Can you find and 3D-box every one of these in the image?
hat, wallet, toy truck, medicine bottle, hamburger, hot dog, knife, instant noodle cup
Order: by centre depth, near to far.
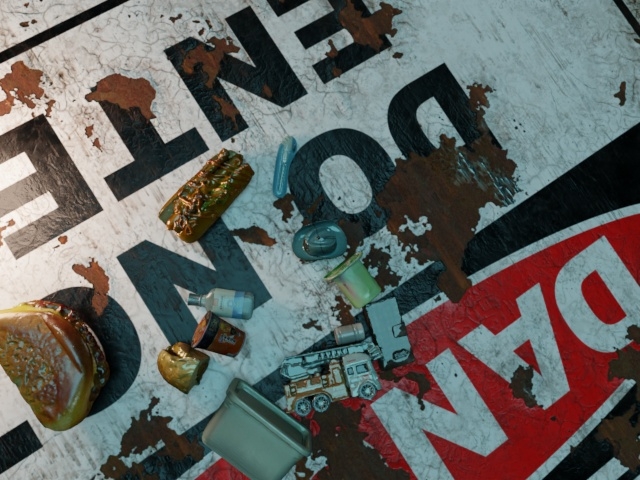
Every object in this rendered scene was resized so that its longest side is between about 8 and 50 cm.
[{"bbox_3d":[-0.774,0.334,1.334,0.223,0.185,0.405,-37,88,-8],"label":"hot dog"},{"bbox_3d":[-0.422,0.383,1.358,0.155,0.208,0.135,25,78,-7],"label":"hamburger"},{"bbox_3d":[-0.313,0.301,1.423,0.136,0.127,0.127,30,80,-19],"label":"instant noodle cup"},{"bbox_3d":[0.045,0.425,1.437,0.338,0.133,0.184,-14,77,-3],"label":"toy truck"},{"bbox_3d":[-0.320,0.201,1.470,0.208,0.054,0.090,7,85,-4],"label":"medicine bottle"},{"bbox_3d":[-0.366,-0.151,1.480,0.158,0.117,0.349,43,80,0],"label":"hot dog"},{"bbox_3d":[0.095,0.307,1.501,0.091,0.058,0.058,-10,84,-8],"label":"medicine bottle"},{"bbox_3d":[0.000,0.000,1.514,0.191,0.078,0.138,-13,71,-10],"label":"hat"},{"bbox_3d":[0.228,0.311,1.524,0.124,0.042,0.230,-15,83,-3],"label":"wallet"},{"bbox_3d":[-0.124,-0.254,1.564,0.064,0.031,0.222,11,82,-9],"label":"knife"}]

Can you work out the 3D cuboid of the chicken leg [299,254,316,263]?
[{"bbox_3d":[-0.031,0.059,1.538,0.083,0.021,0.036,-21,69,-9],"label":"chicken leg"}]

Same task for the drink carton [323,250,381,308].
[{"bbox_3d":[0.115,0.135,1.490,0.146,0.144,0.142,-37,94,-9],"label":"drink carton"}]

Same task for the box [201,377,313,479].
[{"bbox_3d":[-0.198,0.591,1.382,0.312,0.175,0.182,38,88,-1],"label":"box"}]
